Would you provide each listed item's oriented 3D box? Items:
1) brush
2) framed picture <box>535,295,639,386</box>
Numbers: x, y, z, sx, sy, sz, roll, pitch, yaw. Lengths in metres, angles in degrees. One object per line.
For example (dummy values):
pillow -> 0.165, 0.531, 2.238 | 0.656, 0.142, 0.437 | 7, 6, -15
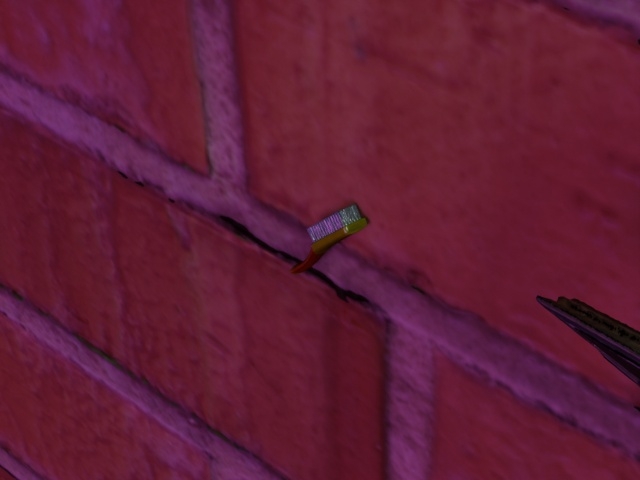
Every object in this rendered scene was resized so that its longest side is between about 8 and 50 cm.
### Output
brush -> 0.000, 0.000, 0.866 | 0.021, 0.019, 0.083 | 60, 146, 6
framed picture -> 0.218, 0.109, 0.552 | 0.216, 0.016, 0.273 | 37, 179, -22
